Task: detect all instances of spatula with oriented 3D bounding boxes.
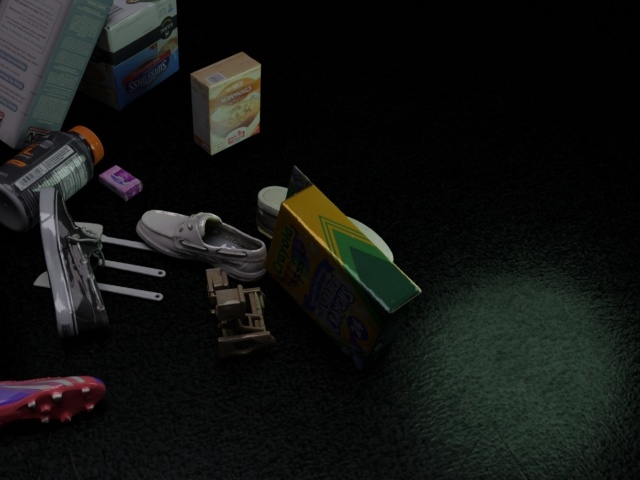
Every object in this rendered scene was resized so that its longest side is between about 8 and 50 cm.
[{"bbox_3d":[-0.403,0.041,1.577,0.242,0.019,0.168,9,45,3],"label":"spatula"}]

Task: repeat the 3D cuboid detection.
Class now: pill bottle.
[{"bbox_3d":[-0.549,-0.134,1.655,0.131,0.130,0.245,25,48,18],"label":"pill bottle"}]

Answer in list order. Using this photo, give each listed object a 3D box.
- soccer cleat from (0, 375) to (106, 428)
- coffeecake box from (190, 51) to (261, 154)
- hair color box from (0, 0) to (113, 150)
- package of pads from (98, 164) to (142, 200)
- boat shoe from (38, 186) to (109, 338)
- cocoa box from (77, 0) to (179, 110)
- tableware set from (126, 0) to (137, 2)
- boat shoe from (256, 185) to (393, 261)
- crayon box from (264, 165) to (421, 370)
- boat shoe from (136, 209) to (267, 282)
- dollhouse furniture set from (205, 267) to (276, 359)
[{"bbox_3d":[-0.476,0.253,1.325,0.248,0.083,0.095,-15,45,-16],"label":"soccer cleat"},{"bbox_3d":[-0.207,-0.301,1.812,0.142,0.185,0.068,-32,56,-30],"label":"coffeecake box"},{"bbox_3d":[-0.604,-0.393,1.744,0.185,0.374,0.114,30,11,22],"label":"hair color box"},{"bbox_3d":[-0.419,-0.122,1.723,0.083,0.032,0.050,32,52,23],"label":"package of pads"},{"bbox_3d":[-0.448,0.029,1.502,0.105,0.113,0.306,-10,56,-19],"label":"boat shoe"},{"bbox_3d":[-0.540,-0.507,1.948,0.347,0.227,0.231,27,49,19],"label":"cocoa box"},{"bbox_3d":[-0.457,-0.580,1.839,0.194,0.039,0.128,-7,47,-14],"label":"tableware set"},{"bbox_3d":[0.003,-0.002,1.612,0.305,0.091,0.109,29,38,20],"label":"boat shoe"},{"bbox_3d":[0.013,0.050,1.447,0.083,0.203,0.323,-31,66,-31],"label":"crayon box"},{"bbox_3d":[-0.226,-0.013,1.588,0.277,0.096,0.098,19,44,9],"label":"boat shoe"},{"bbox_3d":[-0.143,0.087,1.460,0.101,0.160,0.181,-6,48,-12],"label":"dollhouse furniture set"}]
